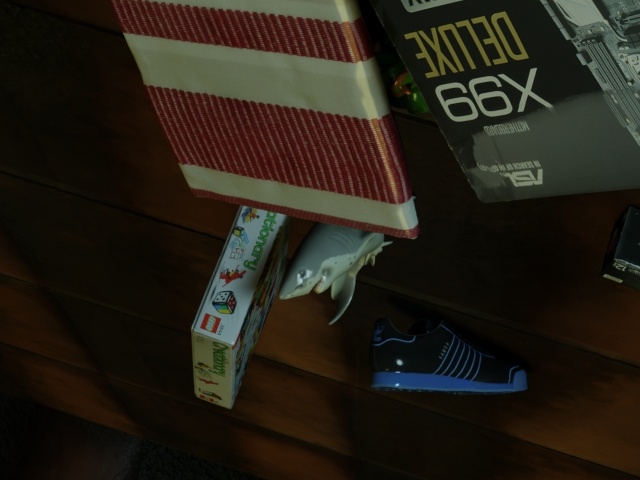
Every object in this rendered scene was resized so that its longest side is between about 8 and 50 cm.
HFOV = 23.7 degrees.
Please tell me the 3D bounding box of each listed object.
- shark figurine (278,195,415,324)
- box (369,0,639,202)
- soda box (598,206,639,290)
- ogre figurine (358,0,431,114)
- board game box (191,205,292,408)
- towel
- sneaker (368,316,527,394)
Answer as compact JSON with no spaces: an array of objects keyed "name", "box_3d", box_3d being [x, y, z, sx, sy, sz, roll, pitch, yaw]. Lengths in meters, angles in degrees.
[{"name":"shark figurine","box_3d":[0.015,-0.011,1.626,0.116,0.166,0.278,44,-178,8]},{"name":"box","box_3d":[0.171,-0.149,0.928,0.307,0.076,0.242,-4,123,50]},{"name":"soda box","box_3d":[0.348,0.029,1.407,0.169,0.060,0.053,21,160,0]},{"name":"ogre figurine","box_3d":[0.043,-0.164,1.144,0.118,0.097,0.197,27,131,16]},{"name":"board game box","box_3d":[-0.089,0.065,1.738,0.053,0.193,0.305,20,161,3]},{"name":"towel","box_3d":[-0.054,-0.152,1.140,0.237,0.037,0.329,13,137,35]},{"name":"sneaker","box_3d":[0.163,0.145,1.899,0.232,0.090,0.081,7,169,-33]}]
